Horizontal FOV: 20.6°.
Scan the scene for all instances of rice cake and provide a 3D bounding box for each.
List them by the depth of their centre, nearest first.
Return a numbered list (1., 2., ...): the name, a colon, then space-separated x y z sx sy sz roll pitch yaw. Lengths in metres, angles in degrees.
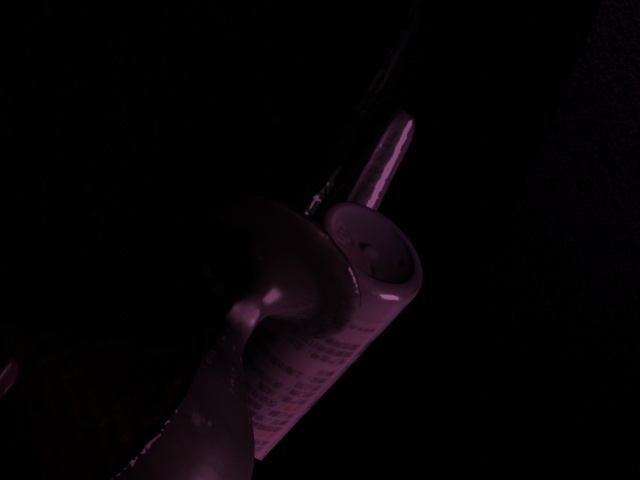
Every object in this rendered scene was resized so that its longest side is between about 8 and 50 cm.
1. rice cake: -0.001 0.001 1.254 0.221 0.042 0.080 -63 -147 5

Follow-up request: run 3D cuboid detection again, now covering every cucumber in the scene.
1. cucumber: 0.011 -0.074 1.175 0.284 0.056 0.056 -58 169 -28

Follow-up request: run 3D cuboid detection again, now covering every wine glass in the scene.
1. wine glass: -0.079 0.088 0.939 0.241 0.126 0.126 -56 168 -36

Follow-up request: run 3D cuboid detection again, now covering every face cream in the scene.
1. face cream: -0.042 0.087 1.125 0.269 0.082 0.082 -48 180 34

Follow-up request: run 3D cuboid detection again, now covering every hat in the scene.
1. hat: -0.130 0.063 0.819 0.146 0.067 0.146 -32 -154 18

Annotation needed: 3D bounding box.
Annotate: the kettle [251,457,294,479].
1. kettle: -0.141 0.280 1.007 0.268 0.207 0.290 -37 178 33

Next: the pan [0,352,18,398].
1. pan: -0.192 0.104 0.639 0.212 0.040 0.115 -47 163 -34
